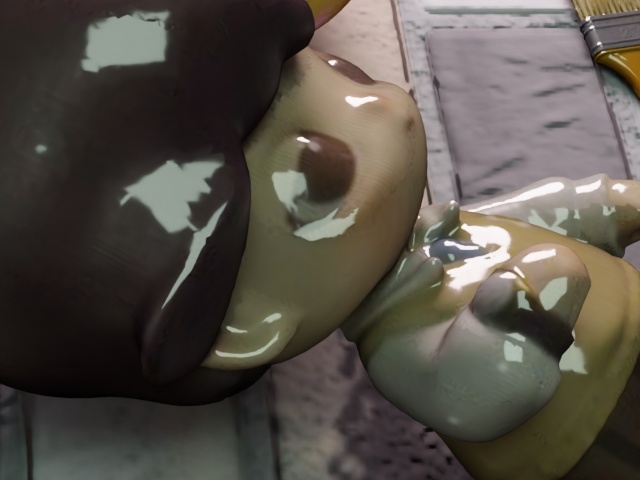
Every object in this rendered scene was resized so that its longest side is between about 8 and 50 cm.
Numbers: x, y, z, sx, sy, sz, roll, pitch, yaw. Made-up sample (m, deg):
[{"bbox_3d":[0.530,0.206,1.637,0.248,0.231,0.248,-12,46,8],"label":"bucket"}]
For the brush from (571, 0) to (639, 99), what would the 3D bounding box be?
[{"bbox_3d":[0.165,-0.077,0.733,0.043,0.014,0.170,-10,60,-13],"label":"brush"}]

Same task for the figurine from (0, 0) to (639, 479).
[{"bbox_3d":[0.009,-0.008,0.548,0.365,0.206,0.218,19,55,4],"label":"figurine"}]

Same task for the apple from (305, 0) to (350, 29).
[{"bbox_3d":[-0.034,-0.161,0.685,0.146,0.146,0.146,4,57,-6],"label":"apple"}]
